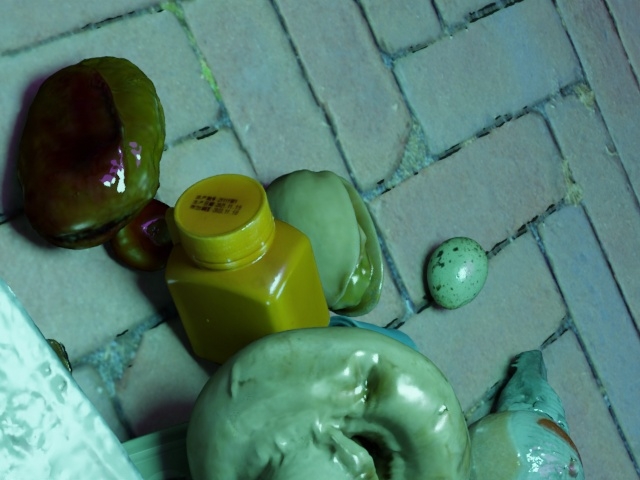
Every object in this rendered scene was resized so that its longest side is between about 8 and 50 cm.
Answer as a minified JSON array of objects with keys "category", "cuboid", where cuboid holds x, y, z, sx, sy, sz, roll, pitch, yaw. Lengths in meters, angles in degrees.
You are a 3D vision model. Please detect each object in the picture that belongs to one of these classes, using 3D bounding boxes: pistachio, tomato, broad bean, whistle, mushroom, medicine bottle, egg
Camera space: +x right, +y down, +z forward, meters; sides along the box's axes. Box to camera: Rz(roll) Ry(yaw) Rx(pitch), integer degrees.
[{"category":"pistachio","cuboid":[0.000,0.000,1.458,0.144,0.144,0.215,12,41,-40]},{"category":"tomato","cuboid":[-0.195,-0.009,1.342,0.087,0.075,0.087,12,70,-36]},{"category":"broad bean","cuboid":[-0.249,-0.098,1.290,0.122,0.156,0.228,79,14,-57]},{"category":"whistle","cuboid":[0.292,0.275,1.647,0.189,0.189,0.348,51,38,-18]},{"category":"mushroom","cuboid":[0.013,0.235,1.153,0.292,0.292,0.290,53,11,-17]},{"category":"medicine bottle","cuboid":[-0.086,0.040,1.317,0.112,0.149,0.222,-60,149,-37]},{"category":"egg","cuboid":[0.193,0.047,1.676,0.085,0.085,0.110,31,60,-32]}]

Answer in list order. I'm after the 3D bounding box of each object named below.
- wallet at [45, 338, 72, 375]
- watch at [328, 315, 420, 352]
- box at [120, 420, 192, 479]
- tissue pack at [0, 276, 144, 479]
[{"category":"wallet","cuboid":[-0.321,0.172,1.199,0.176,0.026,0.095,-31,104,-43]},{"category":"watch","cuboid":[0.045,0.193,1.417,0.211,0.211,0.193,18,83,-38]},{"category":"box","cuboid":[-0.187,0.267,1.245,0.172,0.093,0.124,-9,82,-45]},{"category":"tissue pack","cuboid":[-0.315,0.183,0.943,0.124,0.394,0.288,-45,109,-40]}]
